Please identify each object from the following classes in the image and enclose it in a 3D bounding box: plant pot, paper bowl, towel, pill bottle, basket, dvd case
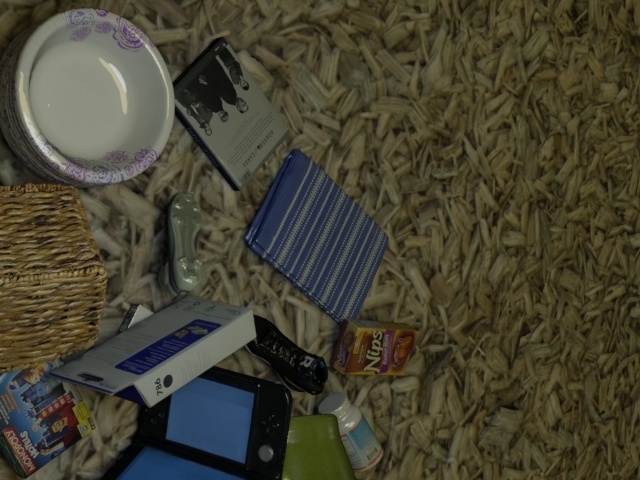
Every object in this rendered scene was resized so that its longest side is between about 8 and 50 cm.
[{"bbox_3d":[-0.068,0.500,1.784,0.366,0.366,0.353,5,74,-41],"label":"plant pot"},{"bbox_3d":[-0.394,-0.228,1.610,0.284,0.148,0.284,0,89,-41],"label":"paper bowl"},{"bbox_3d":[0.000,0.000,2.034,0.336,0.040,0.243,43,61,-35],"label":"towel"},{"bbox_3d":[0.060,0.396,2.038,0.087,0.087,0.160,-44,117,-33],"label":"pill bottle"},{"bbox_3d":[-0.499,0.061,1.506,0.299,0.223,0.213,-6,134,-27],"label":"basket"},{"bbox_3d":[-0.175,-0.241,1.881,0.179,0.029,0.239,-52,122,-29],"label":"dvd case"}]

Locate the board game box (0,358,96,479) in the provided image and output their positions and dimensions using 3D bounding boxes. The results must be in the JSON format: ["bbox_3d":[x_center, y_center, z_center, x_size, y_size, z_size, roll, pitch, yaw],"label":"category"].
[{"bbox_3d":[-0.489,0.272,1.577,0.194,0.060,0.194,-34,111,-36],"label":"board game box"}]

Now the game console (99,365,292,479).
[{"bbox_3d":[-0.221,0.343,1.627,0.173,0.293,0.250,-5,104,-64],"label":"game console"}]

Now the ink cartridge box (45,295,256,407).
[{"bbox_3d":[-0.275,0.192,1.644,0.332,0.165,0.065,-28,119,-46],"label":"ink cartridge box"}]

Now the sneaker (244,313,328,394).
[{"bbox_3d":[-0.060,0.217,1.914,0.217,0.121,0.079,49,59,-29],"label":"sneaker"}]

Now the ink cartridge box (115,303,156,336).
[{"bbox_3d":[-0.330,0.176,1.739,0.063,0.029,0.115,39,66,-35],"label":"ink cartridge box"}]

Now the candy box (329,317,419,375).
[{"bbox_3d":[0.116,0.229,2.094,0.186,0.053,0.109,8,106,-39],"label":"candy box"}]

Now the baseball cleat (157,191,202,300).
[{"bbox_3d":[-0.262,0.012,1.777,0.072,0.109,0.206,21,46,-31],"label":"baseball cleat"}]
